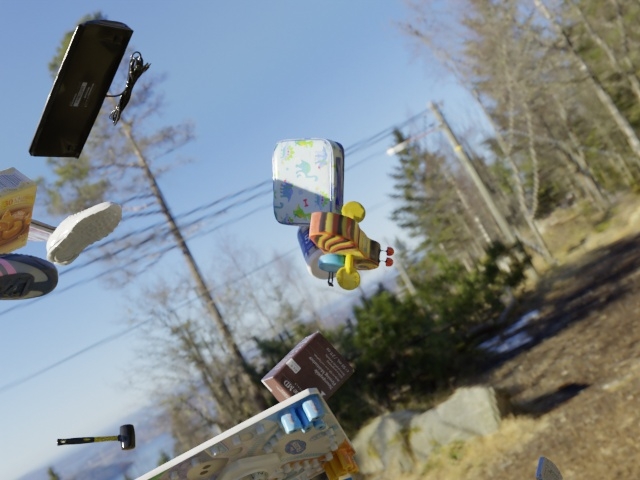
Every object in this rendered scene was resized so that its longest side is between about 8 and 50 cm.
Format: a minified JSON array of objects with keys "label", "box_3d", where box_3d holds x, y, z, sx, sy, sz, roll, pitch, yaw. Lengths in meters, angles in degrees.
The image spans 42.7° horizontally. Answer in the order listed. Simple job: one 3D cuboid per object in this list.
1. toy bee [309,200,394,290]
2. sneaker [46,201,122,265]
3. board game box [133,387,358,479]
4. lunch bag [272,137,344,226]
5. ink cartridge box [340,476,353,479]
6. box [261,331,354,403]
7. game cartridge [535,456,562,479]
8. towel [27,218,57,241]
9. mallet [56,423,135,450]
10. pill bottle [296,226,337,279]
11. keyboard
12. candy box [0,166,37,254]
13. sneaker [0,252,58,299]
[{"label":"toy bee","box_3d":[0.078,0.010,1.797,0.162,0.195,0.298,0,-2,11]},{"label":"sneaker","box_3d":[-0.595,-0.037,2.041,0.235,0.094,0.090,-32,-46,14]},{"label":"board game box","box_3d":[-0.132,0.439,1.484,0.390,0.050,0.390,-28,-32,-3]},{"label":"lunch bag","box_3d":[-0.025,-0.141,2.007,0.176,0.218,0.090,0,2,27]},{"label":"ink cartridge box","box_3d":[0.063,0.586,1.661,0.060,0.180,0.104,-15,-28,-12]},{"label":"box","box_3d":[-0.040,0.411,2.482,0.203,0.168,0.167,-43,1,-21]},{"label":"game cartridge","box_3d":[0.472,0.485,1.687,0.017,0.083,0.056,-12,40,45]},{"label":"towel","box_3d":[-0.907,-0.049,2.438,0.237,0.037,0.329,22,-15,-39]},{"label":"mallet","box_3d":[-0.554,0.485,2.031,0.190,0.062,0.039,8,-32,-18]},{"label":"pill bottle","box_3d":[0.000,0.000,2.104,0.112,0.186,0.112,-10,-46,-11]},{"label":"keyboard","box_3d":[-0.458,-0.299,1.651,0.202,0.033,0.317,-4,-46,-52]},{"label":"candy box","box_3d":[-0.765,-0.024,1.749,0.316,0.088,0.182,-33,-28,-52]},{"label":"sneaker","box_3d":[-0.666,0.095,1.610,0.319,0.131,0.112,4,-58,-36]}]
